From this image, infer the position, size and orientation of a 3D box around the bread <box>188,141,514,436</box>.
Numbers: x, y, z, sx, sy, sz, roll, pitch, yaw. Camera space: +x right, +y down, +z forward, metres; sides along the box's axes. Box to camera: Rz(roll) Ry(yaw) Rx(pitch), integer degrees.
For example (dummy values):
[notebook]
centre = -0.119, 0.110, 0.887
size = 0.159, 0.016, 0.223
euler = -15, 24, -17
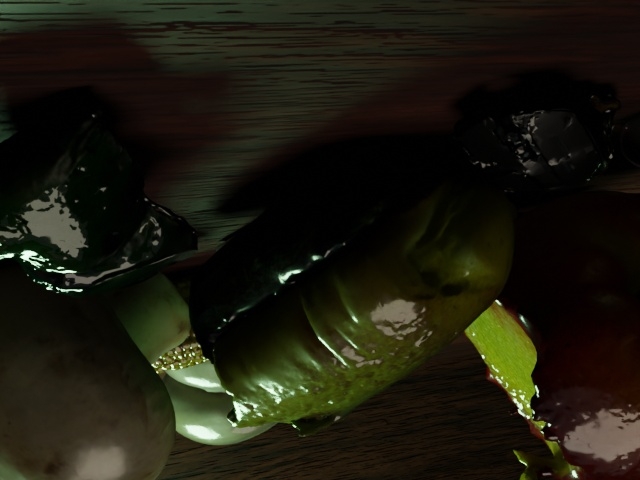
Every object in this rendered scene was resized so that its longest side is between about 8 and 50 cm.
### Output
[bread]
centre = 0.029, 0.053, 1.105
size = 0.251, 0.208, 0.376
euler = -5, 154, -41

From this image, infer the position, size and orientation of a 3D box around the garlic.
[garlic]
centre = -0.167, 0.183, 1.719
size = 0.340, 0.231, 0.246
euler = -2, -139, 40

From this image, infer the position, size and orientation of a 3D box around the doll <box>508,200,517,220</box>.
[doll]
centre = 0.175, 0.058, 1.427
size = 0.243, 0.159, 0.311
euler = -7, 157, -11

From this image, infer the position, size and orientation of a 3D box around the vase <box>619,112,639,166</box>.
[vase]
centre = 0.386, -0.087, 1.155
size = 0.086, 0.086, 0.214
euler = -19, 161, 31

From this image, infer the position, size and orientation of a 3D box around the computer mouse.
[computer mouse]
centre = 0.206, -0.087, 0.987
size = 0.146, 0.077, 0.242
euler = -20, 165, 27

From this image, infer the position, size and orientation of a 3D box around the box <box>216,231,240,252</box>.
[box]
centre = 0.000, -0.001, 1.274
size = 0.220, 0.032, 0.122
euler = -2, 162, -35

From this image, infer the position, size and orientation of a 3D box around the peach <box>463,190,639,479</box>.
[peach]
centre = 0.330, 0.111, 1.218
size = 0.310, 0.335, 0.406
euler = -24, 158, -2

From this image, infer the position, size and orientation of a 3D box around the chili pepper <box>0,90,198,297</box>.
[chili pepper]
centre = -0.189, -0.009, 0.851
size = 0.148, 0.116, 0.264
euler = -33, 172, -4

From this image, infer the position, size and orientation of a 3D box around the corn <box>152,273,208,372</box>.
[corn]
centre = -0.127, 0.094, 1.392
size = 0.322, 0.119, 0.119
euler = -12, 168, 4

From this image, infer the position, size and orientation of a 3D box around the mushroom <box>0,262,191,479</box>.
[mushroom]
centre = -0.262, 0.143, 1.193
size = 0.290, 0.297, 0.297
euler = -36, -175, -37
